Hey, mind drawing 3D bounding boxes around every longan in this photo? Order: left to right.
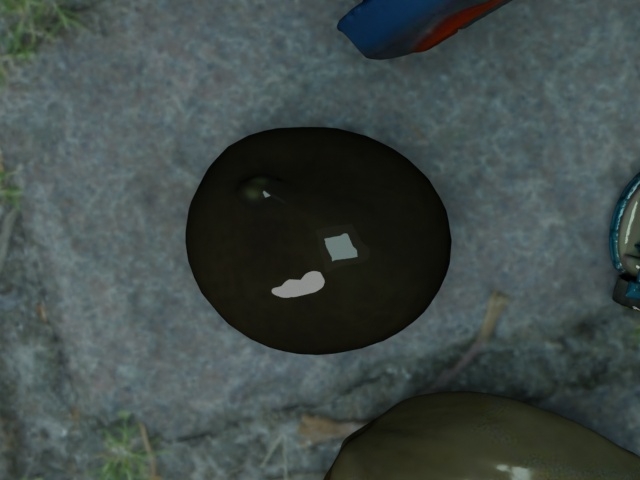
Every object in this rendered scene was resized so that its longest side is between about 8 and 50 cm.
[{"bbox_3d":[0.000,0.000,1.107,0.189,0.189,0.189,0,97,1],"label":"longan"}]

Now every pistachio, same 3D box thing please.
[{"bbox_3d":[0.116,0.183,1.139,0.238,0.138,0.153,-11,85,2],"label":"pistachio"}]

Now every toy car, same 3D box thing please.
[{"bbox_3d":[0.294,0.008,1.137,0.161,0.098,0.126,16,99,1],"label":"toy car"}]

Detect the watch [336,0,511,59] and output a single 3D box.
[{"bbox_3d":[0.096,-0.299,1.041,0.305,0.241,0.274,-38,96,-26],"label":"watch"}]
